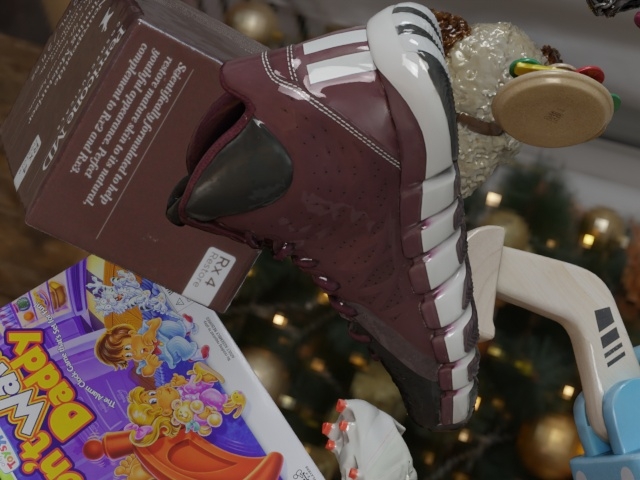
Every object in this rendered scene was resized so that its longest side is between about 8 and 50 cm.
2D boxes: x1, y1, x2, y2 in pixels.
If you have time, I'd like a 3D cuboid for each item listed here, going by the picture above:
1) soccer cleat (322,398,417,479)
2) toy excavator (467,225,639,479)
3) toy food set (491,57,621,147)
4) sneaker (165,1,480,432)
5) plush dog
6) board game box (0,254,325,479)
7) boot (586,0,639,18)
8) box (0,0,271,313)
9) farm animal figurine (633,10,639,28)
[{"bbox_3d":[0.047,0.206,1.313,0.068,0.076,0.196,-58,-159,32],"label":"soccer cleat"},{"bbox_3d":[0.363,0.172,1.854,0.222,0.433,0.445,150,-74,-68],"label":"toy excavator"},{"bbox_3d":[0.155,-0.090,1.059,0.082,0.083,0.020,107,-9,-57],"label":"toy food set"},{"bbox_3d":[0.000,0.000,0.902,0.106,0.162,0.281,-96,177,-55],"label":"sneaker"},{"bbox_3d":[0.165,-0.156,1.846,0.210,0.262,0.225,-99,-148,-48],"label":"plush dog"},{"bbox_3d":[-0.153,0.187,1.400,0.233,0.347,0.078,-32,163,-11],"label":"board game box"},{"bbox_3d":[0.263,-0.342,1.729,0.263,0.229,0.091,-13,160,-33],"label":"boot"},{"bbox_3d":[-0.120,-0.083,1.191,0.168,0.167,0.203,-58,-155,11],"label":"box"},{"bbox_3d":[0.289,-0.192,0.775,0.172,0.330,0.327,-58,-170,-16],"label":"farm animal figurine"}]
